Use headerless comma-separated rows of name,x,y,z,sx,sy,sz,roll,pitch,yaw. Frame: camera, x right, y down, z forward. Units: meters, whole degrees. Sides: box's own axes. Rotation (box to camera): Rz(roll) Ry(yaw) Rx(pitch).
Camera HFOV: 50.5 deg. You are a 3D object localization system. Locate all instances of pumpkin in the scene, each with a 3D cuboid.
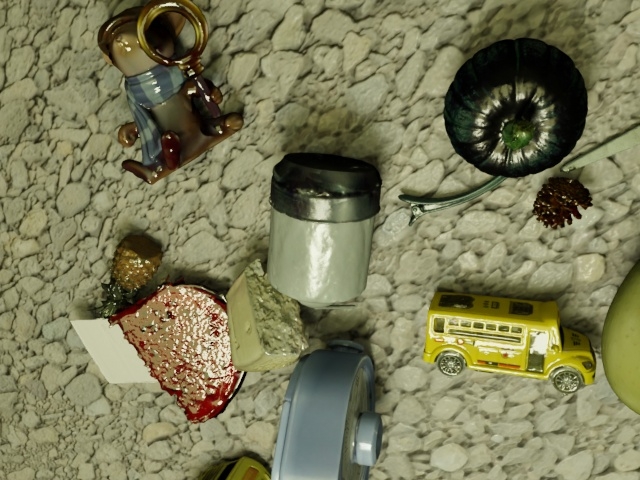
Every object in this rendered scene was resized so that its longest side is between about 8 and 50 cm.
pumpkin,0.335,-0.215,1.174,0.248,0.248,0.247,5,111,14

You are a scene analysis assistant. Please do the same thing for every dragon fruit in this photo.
dragon fruit,-0.284,0.235,1.596,0.282,0.100,0.343,-32,98,9

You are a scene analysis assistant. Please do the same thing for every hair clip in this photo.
hair clip,0.274,-0.093,1.355,0.230,0.039,0.070,-18,104,16

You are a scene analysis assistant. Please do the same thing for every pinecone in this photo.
pinecone,0.450,-0.073,1.281,0.102,0.102,0.109,47,142,-4

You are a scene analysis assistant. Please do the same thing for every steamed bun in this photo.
steamed bun,-0.105,0.162,1.458,0.200,0.171,0.225,-42,54,53

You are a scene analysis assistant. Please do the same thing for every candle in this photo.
candle,0.000,0.000,1.365,0.222,0.221,0.342,11,112,12

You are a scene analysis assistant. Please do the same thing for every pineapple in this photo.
pineapple,-0.455,0.103,1.599,0.125,0.125,0.251,35,120,2

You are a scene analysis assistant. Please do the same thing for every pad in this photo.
pad,-0.512,0.278,1.695,0.157,0.004,0.231,-5,126,19

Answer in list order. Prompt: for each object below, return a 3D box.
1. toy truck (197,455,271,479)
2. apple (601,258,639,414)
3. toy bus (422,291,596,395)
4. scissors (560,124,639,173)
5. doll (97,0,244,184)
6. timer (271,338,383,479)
toy truck,-0.140,0.736,1.698,0.254,0.180,0.405,-34,98,26
apple,0.676,0.167,1.168,0.358,0.357,0.356,5,111,14
toy bus,0.381,0.194,1.366,0.331,0.144,0.151,5,110,16
scissors,0.603,-0.205,1.218,0.361,0.029,0.191,-27,96,25
doll,-0.318,-0.299,1.353,0.318,0.209,0.339,-17,102,18
timer,0.041,0.396,1.430,0.174,0.395,0.394,3,110,16
